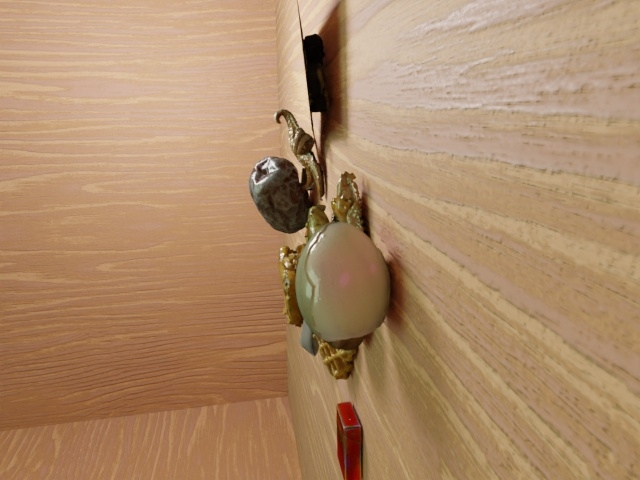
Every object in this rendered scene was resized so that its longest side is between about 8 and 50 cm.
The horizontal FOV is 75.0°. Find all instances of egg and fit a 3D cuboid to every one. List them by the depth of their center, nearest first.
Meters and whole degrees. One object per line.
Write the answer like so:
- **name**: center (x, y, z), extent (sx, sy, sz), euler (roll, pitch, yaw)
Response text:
- **egg**: center (0.039, 0.072, 0.794), extent (0.183, 0.183, 0.217), euler (174, 82, -80)

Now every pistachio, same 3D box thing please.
- **pistachio**: center (0.061, 0.182, 0.968), extent (0.126, 0.108, 0.185), euler (-60, -10, -47)

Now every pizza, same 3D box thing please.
- **pizza**: center (0.060, -0.013, 0.986), extent (0.189, 0.071, 0.296), euler (-104, 15, -51)

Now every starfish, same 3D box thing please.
- **starfish**: center (-0.060, -0.296, 1.443), extent (0.312, 0.113, 0.303), euler (-107, -1, -49)

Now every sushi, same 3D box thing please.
- **sushi**: center (-0.011, -0.489, 1.229), extent (0.343, 0.064, 0.359), euler (-84, -13, -82)

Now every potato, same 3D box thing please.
- **potato**: center (0.000, 0.000, 1.279), extent (0.117, 0.090, 0.225), euler (114, 150, -69)

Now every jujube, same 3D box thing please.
- **jujube**: center (-0.153, -0.172, 1.632), extent (0.226, 0.226, 0.317), euler (-104, -12, -47)

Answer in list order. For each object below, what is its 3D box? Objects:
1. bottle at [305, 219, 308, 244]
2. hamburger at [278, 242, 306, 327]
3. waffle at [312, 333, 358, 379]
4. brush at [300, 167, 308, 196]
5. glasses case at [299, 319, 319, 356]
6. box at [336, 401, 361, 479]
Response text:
- **bottle**: center (-0.021, -0.017, 1.461), extent (0.187, 0.069, 0.069), euler (-106, 16, -57)
- **hamburger**: center (-0.081, 0.164, 1.606), extent (0.318, 0.158, 0.318), euler (176, 90, -80)
- **waffle**: center (0.019, 0.247, 1.204), extent (0.309, 0.065, 0.283), euler (-134, 37, -61)
- **brush**: center (-0.067, -0.205, 1.741), extent (0.248, 0.043, 0.036), euler (97, 173, -46)
- **glasses case**: center (-0.007, 0.243, 1.415), extent (0.128, 0.083, 0.308), euler (-130, 42, -54)
- **box**: center (0.077, 0.550, 1.142), extent (0.112, 0.048, 0.175), euler (-122, 30, -74)
